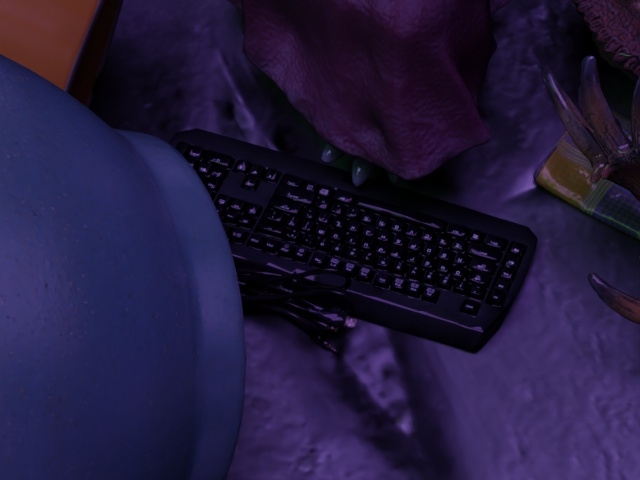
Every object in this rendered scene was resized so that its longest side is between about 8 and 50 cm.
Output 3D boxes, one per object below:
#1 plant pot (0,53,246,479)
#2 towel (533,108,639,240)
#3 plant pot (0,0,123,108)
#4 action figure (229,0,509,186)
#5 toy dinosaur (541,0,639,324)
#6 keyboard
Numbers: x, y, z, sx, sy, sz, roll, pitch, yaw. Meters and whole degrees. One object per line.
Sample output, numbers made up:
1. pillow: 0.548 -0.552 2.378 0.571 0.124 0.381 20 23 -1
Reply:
1. plant pot: -0.153 0.046 0.775 0.196 0.293 0.293 -3 52 -31
2. towel: 0.151 -0.032 0.937 0.083 0.009 0.060 32 64 22
3. plant pot: -0.200 -0.107 0.914 0.188 0.205 0.205 20 59 -1
4. action figure: 0.037 -0.202 0.836 0.248 0.370 0.276 36 62 25
5. toy dinosaur: 0.172 -0.102 0.910 0.200 0.127 0.295 -22 51 -7
6. keyboard: 0.000 0.000 0.912 0.192 0.038 0.100 16 60 15
